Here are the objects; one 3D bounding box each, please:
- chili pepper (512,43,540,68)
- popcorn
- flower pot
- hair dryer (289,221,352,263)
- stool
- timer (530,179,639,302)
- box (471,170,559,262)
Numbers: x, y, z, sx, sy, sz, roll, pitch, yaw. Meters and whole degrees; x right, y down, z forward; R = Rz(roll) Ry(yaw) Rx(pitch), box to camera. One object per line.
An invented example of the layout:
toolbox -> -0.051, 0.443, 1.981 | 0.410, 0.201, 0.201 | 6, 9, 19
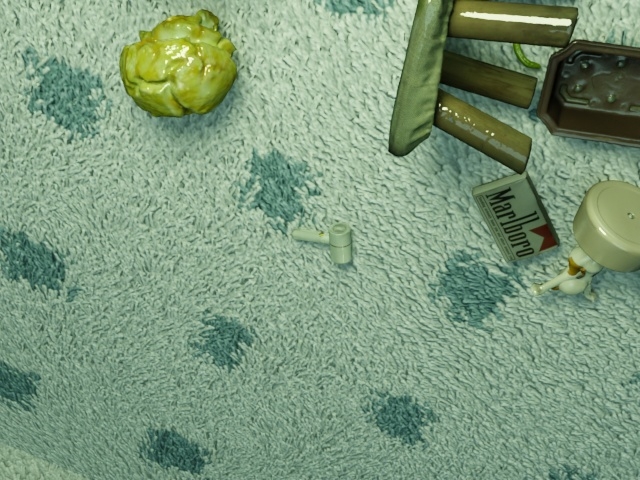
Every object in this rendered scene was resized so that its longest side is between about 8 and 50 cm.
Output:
chili pepper -> 0.354, -0.328, 1.404 | 0.030, 0.017, 0.083 | -19, 119, 29
popcorn -> -0.260, -0.313, 1.468 | 0.221, 0.204, 0.183 | -6, 99, 42
flower pot -> 0.504, -0.260, 1.372 | 0.251, 0.084, 0.178 | 10, 128, 9
hair dryer -> 0.000, 0.000, 1.729 | 0.137, 0.047, 0.082 | 9, 128, 16
stool -> 0.251, -0.292, 1.271 | 0.226, 0.310, 0.310 | 16, 129, 6
timer -> 0.525, 0.032, 1.551 | 0.175, 0.175, 0.266 | 22, 140, -1
box -> 0.385, -0.045, 1.592 | 0.115, 0.036, 0.177 | -20, 117, 26
